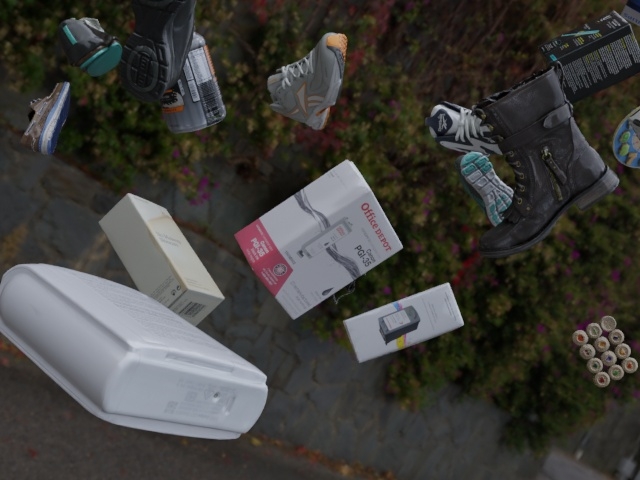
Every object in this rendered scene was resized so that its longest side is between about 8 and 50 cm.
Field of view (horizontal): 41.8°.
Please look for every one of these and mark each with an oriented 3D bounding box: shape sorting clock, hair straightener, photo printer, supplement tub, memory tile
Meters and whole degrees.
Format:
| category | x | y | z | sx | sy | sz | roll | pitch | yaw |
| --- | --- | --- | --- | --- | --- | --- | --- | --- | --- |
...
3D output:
| category | x | y | z | sx | sy | sz | roll | pitch | yaw |
| --- | --- | --- | --- | --- | --- | --- | --- | --- | --- |
| shape sorting clock | 0.824 | -0.260 | 2.072 | 0.206 | 0.206 | 0.040 | 36 | 25 | -31 |
| hair straightener | 0.085 | 0.101 | 2.355 | 0.089 | 0.230 | 0.047 | 9 | 41 | -12 |
| photo printer | -0.250 | 0.131 | 1.057 | 0.307 | 0.107 | 0.256 | 26 | 0 | 39 |
| supplement tub | -0.253 | -0.304 | 1.558 | 0.117 | 0.117 | 0.190 | 25 | -46 | 63 |
| memory tile | 0.674 | 0.263 | 1.986 | 0.148 | 0.113 | 0.012 | 63 | 2 | 4 |

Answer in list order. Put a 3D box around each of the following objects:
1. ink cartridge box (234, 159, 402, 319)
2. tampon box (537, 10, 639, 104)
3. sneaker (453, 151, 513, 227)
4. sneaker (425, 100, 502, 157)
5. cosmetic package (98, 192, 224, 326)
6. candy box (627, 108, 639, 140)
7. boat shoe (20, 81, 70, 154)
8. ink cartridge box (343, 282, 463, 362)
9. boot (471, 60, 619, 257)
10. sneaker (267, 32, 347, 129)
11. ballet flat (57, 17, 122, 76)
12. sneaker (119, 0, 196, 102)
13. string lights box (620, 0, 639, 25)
| category | x | y | z | sx | sy | sz | roll | pitch | yaw |
| --- | --- | --- | --- | --- | --- | --- | --- | --- | --- |
| ink cartridge box | 0.000 | 0.000 | 1.715 | 0.207 | 0.283 | 0.117 | 56 | 1 | -46 |
| tampon box | 0.527 | -0.356 | 1.635 | 0.101 | 0.161 | 0.120 | 59 | 17 | -23 |
| sneaker | 0.287 | -0.087 | 1.454 | 0.166 | 0.065 | 0.076 | 57 | -6 | -18 |
| sneaker | 0.291 | -0.228 | 1.677 | 0.153 | 0.094 | 0.235 | 11 | 2 | -5 |
| cosmetic package | -0.377 | 0.048 | 1.987 | 0.309 | 0.113 | 0.160 | 54 | 13 | 25 |
| candy box | 0.740 | -0.262 | 1.616 | 0.071 | 0.233 | 0.159 | 50 | 6 | -26 |
| boat shoe | -0.532 | -0.246 | 1.622 | 0.066 | 0.183 | 0.066 | 10 | -42 | -7 |
| ink cartridge box | 0.228 | 0.235 | 2.346 | 0.226 | 0.306 | 0.131 | 68 | 1 | -81 |
| boot | 0.304 | -0.121 | 1.291 | 0.229 | 0.263 | 0.091 | 51 | 14 | -13 |
| sneaker | -0.029 | -0.276 | 1.461 | 0.121 | 0.099 | 0.262 | 11 | -23 | -8 |
| ballet flat | -0.430 | -0.369 | 1.558 | 0.096 | 0.095 | 0.280 | 52 | -3 | -10 |
| sneaker | -0.253 | -0.376 | 1.380 | 0.109 | 0.286 | 0.130 | 24 | 26 | 7 |
| string lights box | 0.717 | -0.565 | 1.722 | 0.077 | 0.133 | 0.259 | 32 | -16 | 12 |
